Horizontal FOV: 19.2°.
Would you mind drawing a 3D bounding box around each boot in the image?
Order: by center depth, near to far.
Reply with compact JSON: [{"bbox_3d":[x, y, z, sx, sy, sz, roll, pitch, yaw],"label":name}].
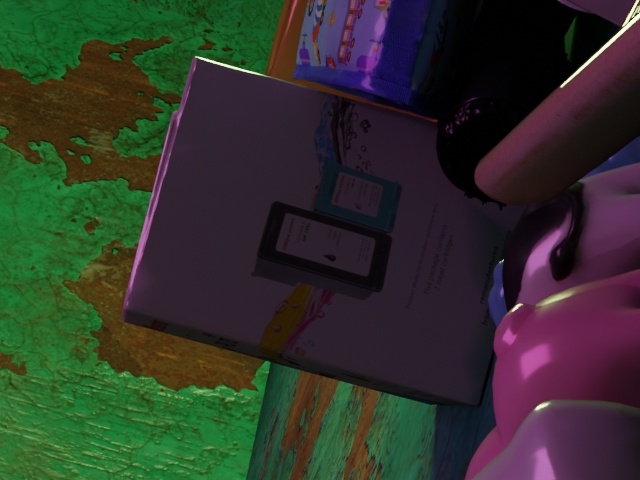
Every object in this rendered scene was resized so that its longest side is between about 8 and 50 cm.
[{"bbox_3d":[0.149,-0.161,1.290,0.246,0.094,0.207,101,-175,-56],"label":"boot"}]

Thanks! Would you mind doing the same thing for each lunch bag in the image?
[{"bbox_3d":[0.067,-0.208,1.356,0.293,0.138,0.221,-64,-9,-86],"label":"lunch bag"}]

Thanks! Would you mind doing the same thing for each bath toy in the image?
[{"bbox_3d":[0.097,0.076,0.731,0.151,0.129,0.348,64,-160,-13],"label":"bath toy"}]

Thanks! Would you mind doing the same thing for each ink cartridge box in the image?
[{"bbox_3d":[0.000,0.000,1.455,0.198,0.270,0.197,140,145,-82],"label":"ink cartridge box"}]

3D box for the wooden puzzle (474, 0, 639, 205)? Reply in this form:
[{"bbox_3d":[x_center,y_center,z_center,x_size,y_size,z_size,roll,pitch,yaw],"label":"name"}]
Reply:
[{"bbox_3d":[0.198,-0.160,0.589,0.348,0.080,0.322,-55,1,-11],"label":"wooden puzzle"}]

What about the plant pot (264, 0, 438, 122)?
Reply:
[{"bbox_3d":[0.069,-0.188,1.680,0.291,0.203,0.291,-165,90,-84],"label":"plant pot"}]

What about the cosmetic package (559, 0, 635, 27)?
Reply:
[{"bbox_3d":[0.167,-0.222,0.869,0.107,0.127,0.238,-33,-32,-41],"label":"cosmetic package"}]
